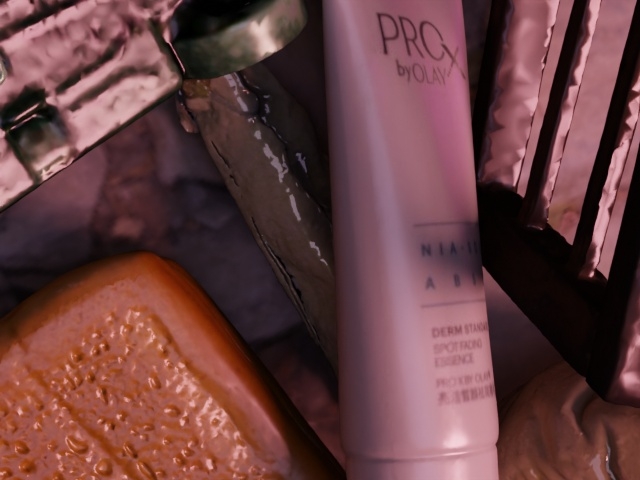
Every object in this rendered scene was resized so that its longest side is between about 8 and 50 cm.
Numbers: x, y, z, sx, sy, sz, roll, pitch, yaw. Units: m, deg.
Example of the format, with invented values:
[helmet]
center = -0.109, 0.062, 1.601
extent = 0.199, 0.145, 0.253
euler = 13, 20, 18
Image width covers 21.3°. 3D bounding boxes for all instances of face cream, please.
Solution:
[face cream]
center = 0.033, -0.002, 0.632
extent = 0.058, 0.092, 0.243
euler = -4, 89, 34

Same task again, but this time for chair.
[chair]
center = 0.210, -0.164, 0.578
extent = 0.241, 0.203, 0.416
euler = 1, 110, -14

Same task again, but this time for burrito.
[burrito]
center = 0.000, 0.000, 0.673
extent = 0.045, 0.041, 0.185
euler = -15, 112, 37

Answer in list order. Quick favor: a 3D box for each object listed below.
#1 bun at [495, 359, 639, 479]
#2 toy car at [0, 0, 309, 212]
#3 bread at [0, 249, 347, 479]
[bun]
center = 0.142, 0.115, 0.683
extent = 0.113, 0.166, 0.173
euler = -46, 122, -42
[toy car]
center = -0.136, -0.082, 0.583
extent = 0.306, 0.125, 0.136
euler = -38, 117, -22
[bread]
center = -0.057, 0.099, 0.665
extent = 0.116, 0.077, 0.200
euler = -37, 105, 1
